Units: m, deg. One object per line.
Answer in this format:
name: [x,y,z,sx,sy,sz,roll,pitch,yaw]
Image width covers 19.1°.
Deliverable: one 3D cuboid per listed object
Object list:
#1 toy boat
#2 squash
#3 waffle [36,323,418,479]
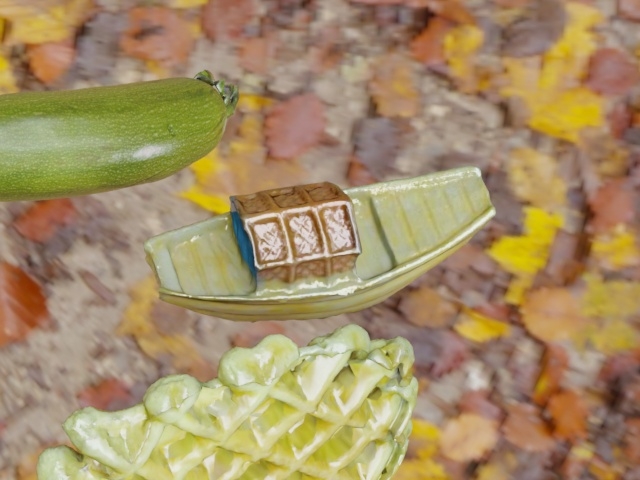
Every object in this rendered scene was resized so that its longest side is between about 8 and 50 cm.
toy boat: [0.000,0.000,0.937,0.172,0.066,0.065,-11,56,-11]
squash: [-0.159,-0.063,1.219,0.318,0.080,0.071,-13,93,-41]
waffle: [-0.041,0.104,0.830,0.183,0.036,0.169,-13,139,-26]
